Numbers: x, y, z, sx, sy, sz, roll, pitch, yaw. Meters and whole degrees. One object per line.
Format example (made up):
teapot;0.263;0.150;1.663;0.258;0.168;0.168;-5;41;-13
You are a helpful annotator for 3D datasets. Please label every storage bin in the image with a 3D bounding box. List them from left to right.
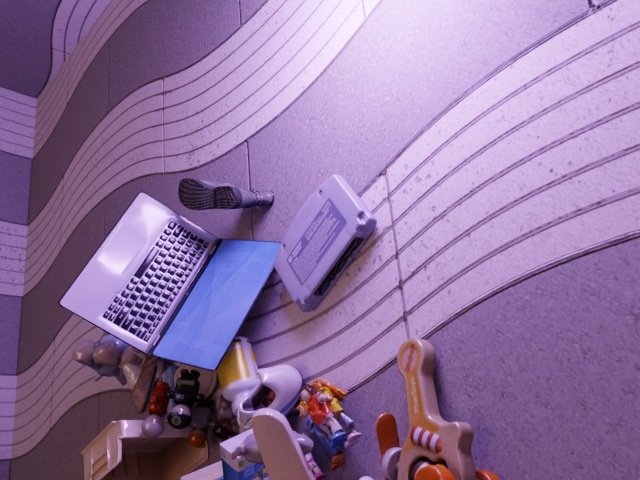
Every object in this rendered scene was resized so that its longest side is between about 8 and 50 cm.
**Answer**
storage bin;-0.489;0.598;1.689;0.260;0.262;0.123;-43;49;34

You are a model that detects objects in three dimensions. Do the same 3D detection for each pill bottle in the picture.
pill bottle;-0.208;0.346;1.548;0.103;0.103;0.184;-45;50;33

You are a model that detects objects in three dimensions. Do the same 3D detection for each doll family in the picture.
doll family;0.004;0.398;1.313;0.163;0.119;0.262;51;137;35

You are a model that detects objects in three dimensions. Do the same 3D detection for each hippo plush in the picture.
hippo plush;-0.658;0.332;2.030;0.294;0.235;0.236;89;-171;-60

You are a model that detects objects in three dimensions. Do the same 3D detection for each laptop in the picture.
laptop;-0.374;0.084;1.550;0.381;0.408;0.236;-62;10;-28

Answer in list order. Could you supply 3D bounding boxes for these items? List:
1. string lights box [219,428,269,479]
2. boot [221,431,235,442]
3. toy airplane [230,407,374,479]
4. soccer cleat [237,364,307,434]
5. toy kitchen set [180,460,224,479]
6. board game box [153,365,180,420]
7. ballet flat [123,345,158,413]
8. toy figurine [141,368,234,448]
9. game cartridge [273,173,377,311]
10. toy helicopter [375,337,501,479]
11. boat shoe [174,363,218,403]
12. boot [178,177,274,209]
string lights box;-0.137;0.549;1.338;0.077;0.133;0.259;14;113;49
boot;-0.223;0.548;1.574;0.106;0.037;0.114;-29;56;39
toy airplane;-0.041;0.548;1.180;0.385;0.385;0.272;-63;12;4
soccer cleat;-0.153;0.436;1.436;0.116;0.143;0.331;35;108;47
toy kitchen set;-0.216;0.633;1.437;0.122;0.207;0.166;-24;58;4
board game box;-0.464;0.486;1.826;0.211;0.039;0.160;-43;51;47
ballet flat;-0.549;0.371;1.880;0.107;0.106;0.315;-31;43;62
toy figurine;-0.335;0.451;1.582;0.213;0.210;0.148;-29;41;37
game cartridge;0.000;0.000;1.436;0.294;0.060;0.196;-55;50;25
toy helicopter;0.184;0.355;1.116;0.235;0.140;0.354;-43;41;45
boat shoe;-0.330;0.317;1.683;0.096;0.117;0.324;-81;6;-59
boot;-0.259;-0.118;1.661;0.247;0.161;0.083;11;98;35
